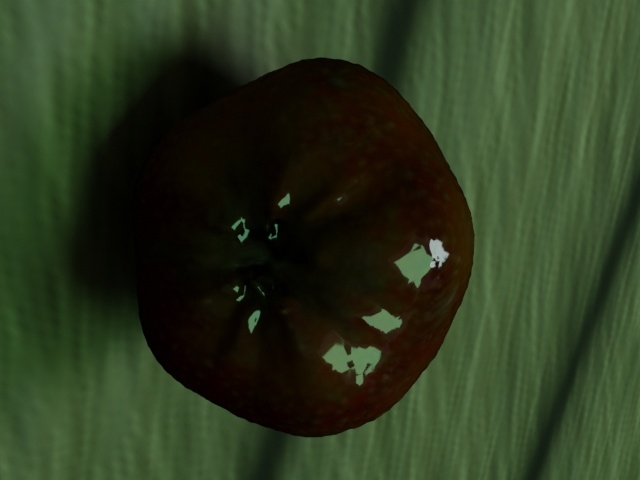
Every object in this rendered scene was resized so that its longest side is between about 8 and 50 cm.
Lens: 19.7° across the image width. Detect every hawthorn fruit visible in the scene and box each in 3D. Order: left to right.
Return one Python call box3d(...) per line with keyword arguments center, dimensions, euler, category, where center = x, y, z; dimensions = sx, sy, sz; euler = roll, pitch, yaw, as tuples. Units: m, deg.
box3d(center=(0.000, 0.000, 0.833), dimensions=(0.163, 0.162, 0.203), euler=(-65, 173, 9), category="hawthorn fruit")
